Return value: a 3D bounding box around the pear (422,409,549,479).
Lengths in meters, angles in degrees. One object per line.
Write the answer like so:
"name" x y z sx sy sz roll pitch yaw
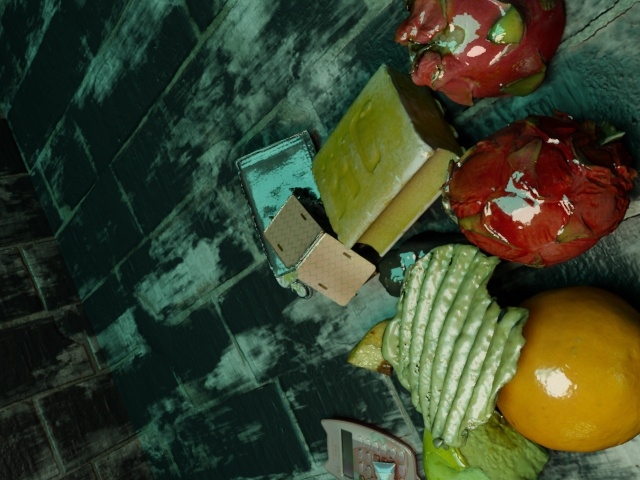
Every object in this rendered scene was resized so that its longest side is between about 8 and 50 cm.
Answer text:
"pear" 0.328 0.507 1.401 0.286 0.176 0.282 40 142 12

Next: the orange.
"orange" 0.466 0.235 1.142 0.312 0.312 0.312 15 112 40

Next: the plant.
"plant" 0.248 0.053 1.394 0.256 0.164 0.142 -16 94 33

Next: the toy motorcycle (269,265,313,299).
"toy motorcycle" -0.087 0.060 1.774 0.151 0.074 0.229 9 117 36

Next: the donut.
"donut" 0.227 0.250 1.466 0.295 0.151 0.112 17 150 10

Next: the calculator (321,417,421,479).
"calculator" 0.143 0.620 1.744 0.329 0.048 0.220 10 108 39

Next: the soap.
"soap" 0.140 -0.174 1.383 0.335 0.156 0.293 -49 42 39

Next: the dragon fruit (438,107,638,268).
"dragon fruit" 0.393 -0.092 1.129 0.342 0.277 0.277 -32 79 24

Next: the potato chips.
"potato chips" 0.250 0.217 1.214 0.373 0.097 0.389 -112 37 -52

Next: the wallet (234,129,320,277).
"wallet" -0.075 -0.096 1.667 0.237 0.075 0.342 -21 88 14

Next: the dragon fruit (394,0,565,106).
"dragon fruit" 0.285 -0.403 1.174 0.305 0.225 0.305 14 111 43

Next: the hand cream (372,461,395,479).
"hand cream" 0.182 0.680 1.674 0.065 0.043 0.171 -5 97 23

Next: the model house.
"model house" 0.000 0.000 1.490 0.326 0.244 0.169 43 105 10
